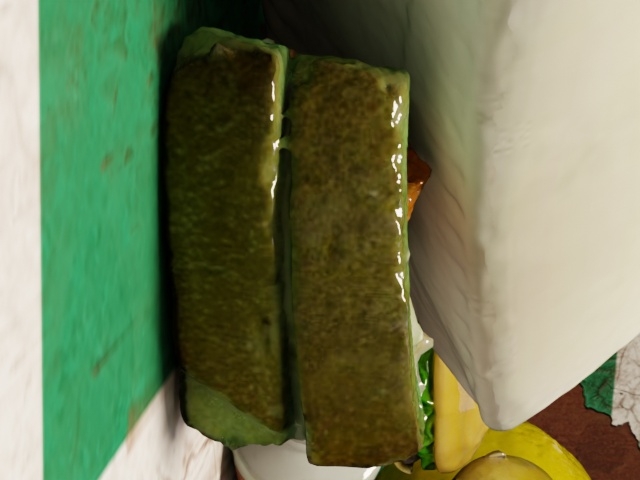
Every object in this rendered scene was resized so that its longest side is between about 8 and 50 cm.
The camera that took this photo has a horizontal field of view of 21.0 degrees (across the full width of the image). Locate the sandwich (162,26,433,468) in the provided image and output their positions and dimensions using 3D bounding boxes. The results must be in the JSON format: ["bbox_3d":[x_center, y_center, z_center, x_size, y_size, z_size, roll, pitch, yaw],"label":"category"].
[{"bbox_3d":[0.000,-0.008,0.719,0.160,0.109,0.185,-63,157,-65],"label":"sandwich"}]

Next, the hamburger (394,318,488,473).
[{"bbox_3d":[0.068,0.091,1.246,0.162,0.115,0.162,2,90,-84],"label":"hamburger"}]

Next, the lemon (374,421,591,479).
[{"bbox_3d":[0.135,0.284,1.444,0.236,0.236,0.263,-3,74,-82],"label":"lemon"}]

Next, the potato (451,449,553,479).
[{"bbox_3d":[0.151,0.304,1.230,0.173,0.140,0.300,77,0,-64],"label":"potato"}]

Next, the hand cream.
[{"bbox_3d":[-0.012,0.151,0.944,0.341,0.077,0.124,97,1,-60],"label":"hand cream"}]

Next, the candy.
[{"bbox_3d":[0.077,-0.089,0.794,0.208,0.145,0.359,53,-17,31],"label":"candy"}]
